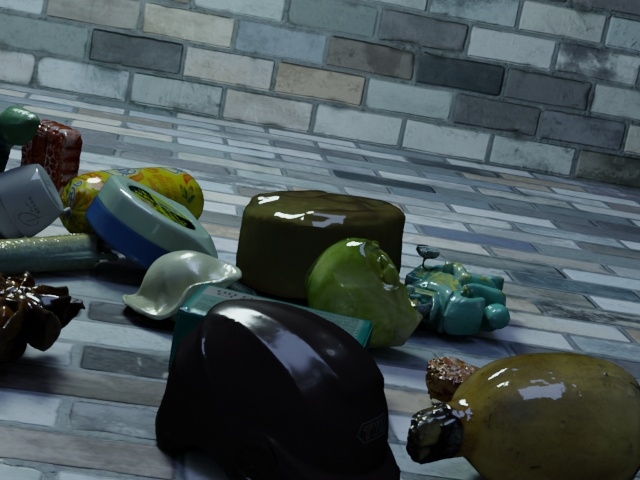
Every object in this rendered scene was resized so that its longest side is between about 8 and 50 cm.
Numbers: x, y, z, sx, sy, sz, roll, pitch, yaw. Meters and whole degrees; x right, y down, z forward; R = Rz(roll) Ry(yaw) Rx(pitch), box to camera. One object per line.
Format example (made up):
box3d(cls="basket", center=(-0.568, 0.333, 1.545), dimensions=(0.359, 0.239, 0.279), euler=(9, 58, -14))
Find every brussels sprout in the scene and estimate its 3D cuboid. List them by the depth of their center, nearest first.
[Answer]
box3d(cls="brussels sprout", center=(0.057, 0.089, 1.976), dimensions=(0.183, 0.145, 0.131), euler=(56, -4, 11))

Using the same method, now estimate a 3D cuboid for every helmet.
box3d(cls="helmet", center=(-0.034, 0.167, 1.492), dimensions=(0.305, 0.177, 0.225), euler=(15, 12, 23))

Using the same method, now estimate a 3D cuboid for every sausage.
box3d(cls="sausage", center=(-0.327, -0.067, 2.340), dimensions=(0.123, 0.123, 0.347), euler=(19, 16, 32))

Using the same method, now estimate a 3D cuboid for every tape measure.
box3d(cls="tape measure", center=(-0.239, 0.013, 2.086), dimensions=(0.215, 0.098, 0.351), euler=(29, 6, -35))

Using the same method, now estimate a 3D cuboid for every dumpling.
box3d(cls="dumpling", center=(-0.206, 0.073, 1.917), dimensions=(0.169, 0.100, 0.134), euler=(13, 28, 18))

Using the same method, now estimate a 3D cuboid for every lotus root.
box3d(cls="lotus root", center=(0.240, 0.216, 1.549), dimensions=(0.310, 0.183, 0.183), euler=(0, 16, -18))

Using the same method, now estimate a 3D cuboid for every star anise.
box3d(cls="star anise", center=(-0.406, 0.101, 1.652), dimensions=(0.214, 0.099, 0.220), euler=(3, 12, 33))

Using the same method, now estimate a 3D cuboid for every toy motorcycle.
box3d(cls="toy motorcycle", center=(0.224, 0.089, 2.180), dimensions=(0.198, 0.109, 0.296), euler=(16, 16, 16))

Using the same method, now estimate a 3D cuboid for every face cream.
box3d(cls="face cream", center=(-0.487, -0.063, 2.173), dimensions=(0.104, 0.117, 0.117), euler=(-27, 15, 2))

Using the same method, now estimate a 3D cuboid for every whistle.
box3d(cls="whistle", center=(-0.448, 0.024, 2.005), dimensions=(0.326, 0.057, 0.068), euler=(-3, 24, -46))

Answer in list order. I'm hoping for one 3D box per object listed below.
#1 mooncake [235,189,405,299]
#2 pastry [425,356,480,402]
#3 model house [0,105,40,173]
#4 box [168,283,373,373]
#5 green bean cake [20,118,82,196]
box3d(cls="mooncake", center=(0.000, 0.000, 2.219), dimensions=(0.284, 0.155, 0.284), euler=(3, 10, 0))
box3d(cls="pastry", center=(0.220, 0.208, 1.784), dimensions=(0.169, 0.063, 0.087), euler=(19, 24, 13))
box3d(cls="model house", center=(-0.630, -0.177, 2.142), dimensions=(0.284, 0.243, 0.298), euler=(-6, 9, 38))
box3d(cls="box", center=(-0.063, 0.140, 1.757), dimensions=(0.245, 0.092, 0.153), euler=(13, 13, 6))
box3d(cls="green bean cake", center=(-0.519, -0.158, 2.541), dimensions=(0.135, 0.135, 0.056), euler=(21, 20, 39))
